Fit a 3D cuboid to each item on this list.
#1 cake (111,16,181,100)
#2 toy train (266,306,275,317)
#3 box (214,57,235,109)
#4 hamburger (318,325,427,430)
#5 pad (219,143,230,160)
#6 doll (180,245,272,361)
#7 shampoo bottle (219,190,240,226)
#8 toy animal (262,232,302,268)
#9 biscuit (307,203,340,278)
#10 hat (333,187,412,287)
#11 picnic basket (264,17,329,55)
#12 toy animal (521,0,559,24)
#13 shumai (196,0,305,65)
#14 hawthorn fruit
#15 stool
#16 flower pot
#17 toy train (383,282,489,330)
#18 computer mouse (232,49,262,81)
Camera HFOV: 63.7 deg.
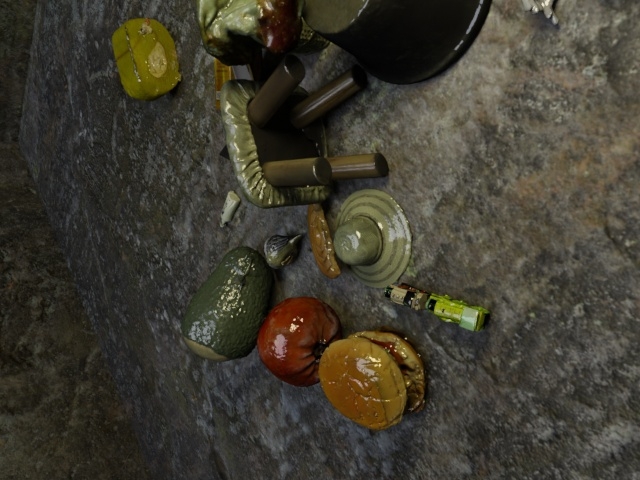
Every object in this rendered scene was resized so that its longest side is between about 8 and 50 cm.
[{"bbox_3d":[-0.589,-0.613,1.761,0.156,0.179,0.261,-7,98,48],"label":"cake"},{"bbox_3d":[-0.200,0.241,1.654,0.209,0.042,0.044,-10,91,47],"label":"toy train"},{"bbox_3d":[-0.295,-0.483,1.593,0.089,0.022,0.156,15,111,45],"label":"box"},{"bbox_3d":[0.125,0.333,1.241,0.244,0.163,0.245,11,105,44],"label":"hamburger"},{"bbox_3d":[-0.182,-0.271,1.458,0.211,0.143,0.003,-41,32,45],"label":"pad"},{"bbox_3d":[-0.265,0.187,1.546,0.247,0.247,0.350,20,87,43],"label":"doll"},{"bbox_3d":[-0.302,-0.095,1.689,0.049,0.034,0.141,48,132,21],"label":"shampoo bottle"},{"bbox_3d":[-0.110,0.014,1.471,0.098,0.098,0.137,45,112,30],"label":"toy animal"},{"bbox_3d":[-0.001,0.000,1.348,0.144,0.033,0.224,124,134,-68],"label":"biscuit"},{"bbox_3d":[0.091,0.005,1.237,0.252,0.110,0.252,13,108,45],"label":"hat"},{"bbox_3d":[-0.085,-0.529,1.232,0.134,0.196,0.154,-2,96,44],"label":"picnic basket"},{"bbox_3d":[0.397,-0.460,0.821,0.367,0.081,0.206,53,137,34],"label":"toy animal"},{"bbox_3d":[-0.118,-0.460,1.031,0.203,0.272,0.222,-1,138,9],"label":"shumai"},{"bbox_3d":[-0.074,0.258,1.401,0.271,0.241,0.242,15,110,53],"label":"hawthorn fruit"},{"bbox_3d":[-0.033,-0.247,1.173,0.226,0.310,0.310,-16,89,41],"label":"stool"},{"bbox_3d":[0.113,-0.491,0.993,0.379,0.251,0.380,13,108,42],"label":"flower pot"},{"bbox_3d":[0.244,0.139,1.127,0.249,0.085,0.053,15,93,44],"label":"toy train"},{"bbox_3d":[-0.193,-0.491,1.338,0.310,0.071,0.158,80,-168,-60],"label":"computer mouse"}]
